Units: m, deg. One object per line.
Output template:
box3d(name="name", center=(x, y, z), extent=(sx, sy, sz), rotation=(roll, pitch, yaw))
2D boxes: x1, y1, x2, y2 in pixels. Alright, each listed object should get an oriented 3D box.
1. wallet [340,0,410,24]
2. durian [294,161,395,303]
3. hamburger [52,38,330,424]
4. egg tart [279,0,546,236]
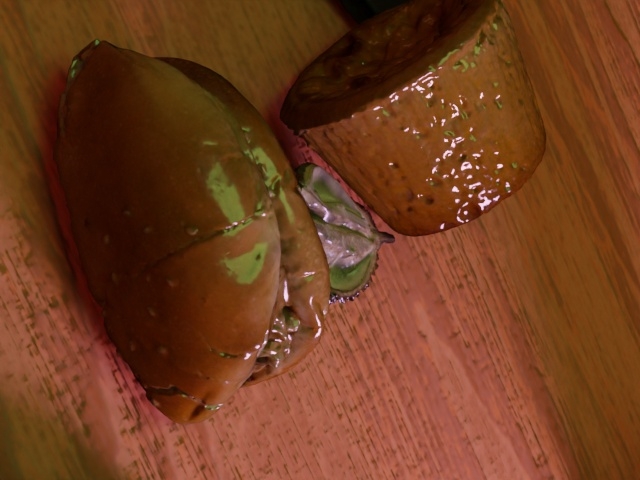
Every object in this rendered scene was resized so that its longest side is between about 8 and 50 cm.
box3d(name="wallet", center=(0.000, -0.328, 1.177), extent=(0.309, 0.042, 0.165), rotation=(50, 53, -22))
box3d(name="durian", center=(-0.001, -0.002, 1.090), extent=(0.140, 0.071, 0.110), rotation=(7, 78, -49))
box3d(name="hamburger", center=(-0.088, -0.014, 0.967), extent=(0.144, 0.156, 0.283), rotation=(-25, 99, -39))
box3d(name="egg tart", center=(0.082, -0.096, 1.098), extent=(0.202, 0.202, 0.147), rotation=(-46, 115, -36))
